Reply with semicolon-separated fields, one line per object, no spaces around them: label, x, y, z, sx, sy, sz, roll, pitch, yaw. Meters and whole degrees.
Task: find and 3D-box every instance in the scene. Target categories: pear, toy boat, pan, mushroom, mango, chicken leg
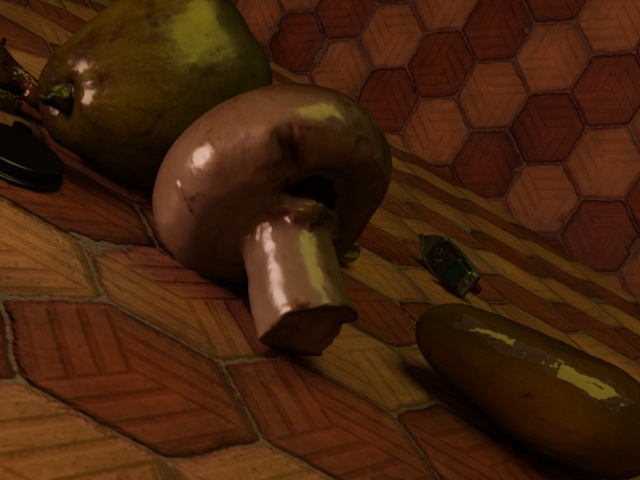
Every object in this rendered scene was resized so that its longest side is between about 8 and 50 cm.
pear;-0.224;-0.201;1.389;0.287;0.287;0.375;37;31;28
toy boat;0.233;0.040;1.890;0.059;0.069;0.173;30;15;-39
pan;-0.373;-0.121;1.259;0.136;0.028;0.235;26;14;-19
mushroom;-0.030;-0.023;1.177;0.292;0.292;0.290;17;36;-45
mango;0.279;0.185;1.296;0.331;0.142;0.195;32;8;21
chicken leg;-0.431;-0.224;1.407;0.207;0.085;0.101;33;-23;-20

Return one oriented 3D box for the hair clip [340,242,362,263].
hair clip;0.000;0.000;1.583;0.173;0.046;0.072;15;30;-47
